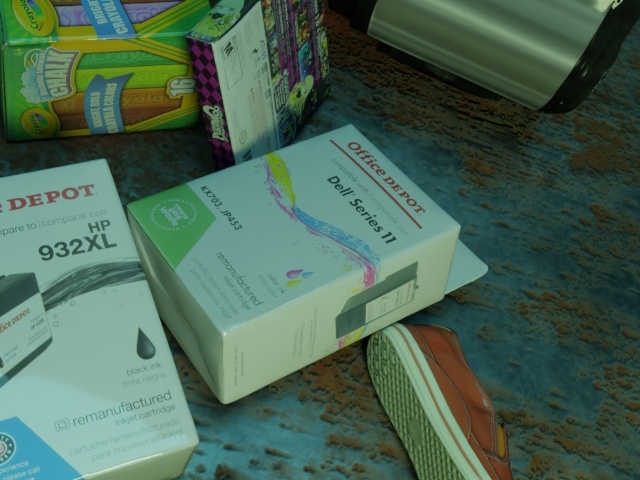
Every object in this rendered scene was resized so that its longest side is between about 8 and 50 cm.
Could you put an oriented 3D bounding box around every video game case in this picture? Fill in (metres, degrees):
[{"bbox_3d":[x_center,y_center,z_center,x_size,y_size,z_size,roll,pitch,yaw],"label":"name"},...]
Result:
[{"bbox_3d":[-0.060,-0.195,1.030,0.042,0.232,0.210,23,57,21],"label":"video game case"}]

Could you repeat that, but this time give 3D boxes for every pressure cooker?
[{"bbox_3d":[0.194,-0.394,1.119,0.420,0.370,0.375,24,87,0],"label":"pressure cooker"}]

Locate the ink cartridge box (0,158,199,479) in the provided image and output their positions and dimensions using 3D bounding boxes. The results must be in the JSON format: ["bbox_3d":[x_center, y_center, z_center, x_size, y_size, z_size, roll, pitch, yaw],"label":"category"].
[{"bbox_3d":[-0.272,0.097,0.866,0.223,0.129,0.307,-14,68,-22],"label":"ink cartridge box"}]

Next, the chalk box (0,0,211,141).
[{"bbox_3d":[-0.281,-0.233,1.012,0.289,0.180,0.179,-9,66,-20],"label":"chalk box"}]

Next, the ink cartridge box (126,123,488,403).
[{"bbox_3d":[0.000,0.000,0.973,0.353,0.119,0.207,-23,51,-26],"label":"ink cartridge box"}]

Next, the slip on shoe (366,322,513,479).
[{"bbox_3d":[0.157,0.227,0.940,0.101,0.123,0.331,-11,62,-26],"label":"slip on shoe"}]
